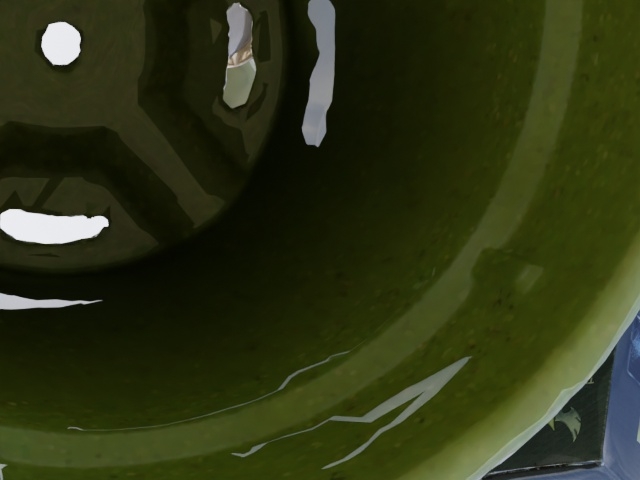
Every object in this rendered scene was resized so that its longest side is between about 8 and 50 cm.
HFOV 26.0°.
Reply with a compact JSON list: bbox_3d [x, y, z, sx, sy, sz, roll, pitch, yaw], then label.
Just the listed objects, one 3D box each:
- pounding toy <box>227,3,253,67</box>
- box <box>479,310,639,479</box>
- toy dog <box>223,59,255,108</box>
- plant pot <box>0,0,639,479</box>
[{"bbox_3d":[-0.082,-0.181,0.827,0.269,0.154,0.155,38,-124,6],"label":"pounding toy"},{"bbox_3d":[0.162,0.076,0.597,0.059,0.233,0.183,-16,-136,37],"label":"box"},{"bbox_3d":[0.000,0.000,1.368,0.396,0.284,0.407,-23,-120,-8],"label":"toy dog"},{"bbox_3d":[-0.067,-0.069,0.401,0.276,0.276,0.254,-57,-166,-5],"label":"plant pot"}]
